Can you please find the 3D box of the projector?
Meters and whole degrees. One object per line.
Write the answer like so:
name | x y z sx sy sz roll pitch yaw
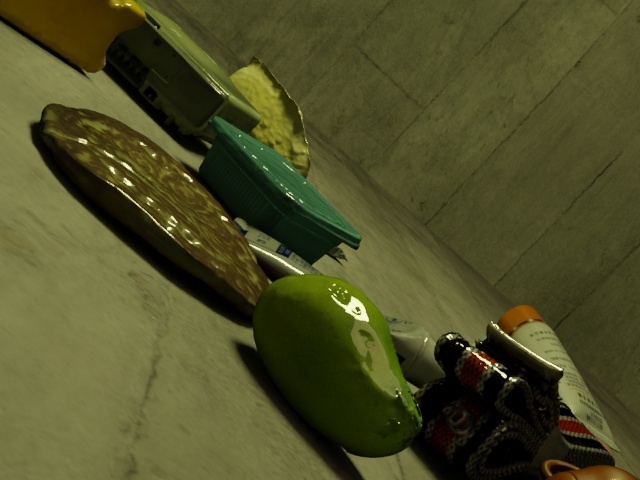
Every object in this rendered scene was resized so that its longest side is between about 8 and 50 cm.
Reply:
projector | -0.199 -0.223 1.522 0.269 0.088 0.193 45 6 13

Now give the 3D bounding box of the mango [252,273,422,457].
mango | 0.011 0.083 0.865 0.165 0.091 0.074 47 -2 39

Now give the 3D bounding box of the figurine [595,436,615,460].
figurine | 0.333 0.277 1.539 0.083 0.071 0.067 20 64 -52

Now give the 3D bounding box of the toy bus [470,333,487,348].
toy bus | 0.240 0.180 1.634 0.051 0.061 0.153 45 4 -26

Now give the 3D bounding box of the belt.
belt | 0.192 0.185 1.172 0.094 0.126 0.359 36 -4 34

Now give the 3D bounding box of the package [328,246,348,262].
package | 0.000 0.000 1.574 0.110 0.015 0.037 31 14 -52

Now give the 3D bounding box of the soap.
soap | -0.347 -0.333 1.338 0.324 0.096 0.204 48 8 37

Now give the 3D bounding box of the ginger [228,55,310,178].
ginger | -0.070 -0.127 1.633 0.193 0.115 0.122 59 -2 27

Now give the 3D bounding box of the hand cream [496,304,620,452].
hand cream | 0.416 0.240 2.140 0.139 0.089 0.314 36 14 -36

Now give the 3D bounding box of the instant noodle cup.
instant noodle cup | -0.054 -0.046 1.343 0.179 0.070 0.157 48 10 34

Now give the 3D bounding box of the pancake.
pancake | -0.126 -0.028 1.004 0.250 0.031 0.250 42 8 -7

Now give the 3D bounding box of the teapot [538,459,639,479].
teapot | 0.220 0.238 1.041 0.116 0.116 0.173 40 17 -19

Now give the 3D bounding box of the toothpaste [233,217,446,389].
toothpaste | 0.019 0.062 1.213 0.266 0.061 0.096 35 9 -2
